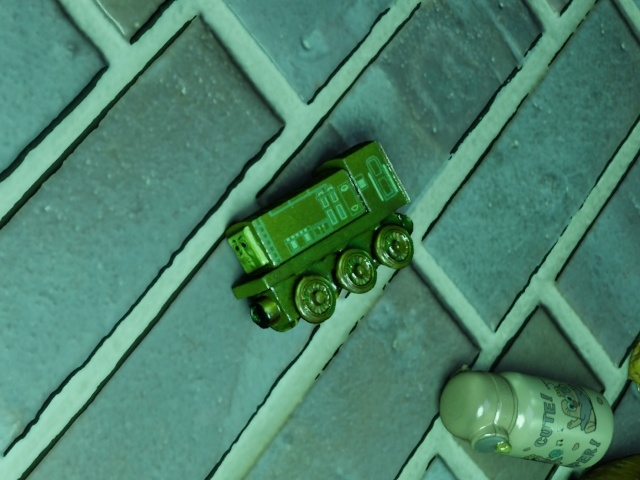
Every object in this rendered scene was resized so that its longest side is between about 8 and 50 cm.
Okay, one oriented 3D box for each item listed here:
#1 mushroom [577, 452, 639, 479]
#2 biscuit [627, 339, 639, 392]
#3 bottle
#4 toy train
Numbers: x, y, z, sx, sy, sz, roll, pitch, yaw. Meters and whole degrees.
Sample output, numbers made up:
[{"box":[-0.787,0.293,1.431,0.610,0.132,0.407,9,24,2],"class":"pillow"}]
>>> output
[{"box":[0.383,0.370,1.731,0.253,0.153,0.253,7,78,-37],"class":"mushroom"},{"box":[0.522,0.253,1.911,0.379,0.054,0.094,49,60,-23],"class":"biscuit"},{"box":[0.230,0.205,1.664,0.209,0.097,0.110,14,44,-35],"class":"bottle"},{"box":[0.000,0.000,1.527,0.225,0.090,0.137,-32,97,-35],"class":"toy train"}]
